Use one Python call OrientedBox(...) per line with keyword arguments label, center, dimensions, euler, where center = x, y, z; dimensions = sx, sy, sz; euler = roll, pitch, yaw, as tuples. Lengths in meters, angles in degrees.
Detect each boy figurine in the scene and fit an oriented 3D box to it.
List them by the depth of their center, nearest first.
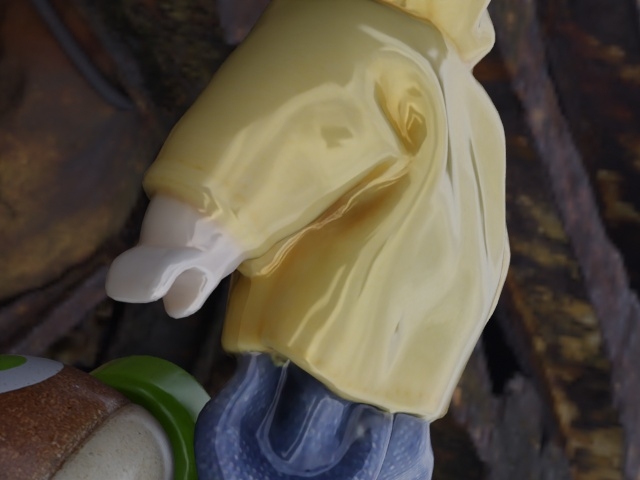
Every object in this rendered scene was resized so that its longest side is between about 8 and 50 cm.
OrientedBox(label="boy figurine", center=(0.000, 0.000, 0.382), dimensions=(0.177, 0.092, 0.285), euler=(16, 79, -62))

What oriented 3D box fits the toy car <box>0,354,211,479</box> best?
OrientedBox(label="toy car", center=(-0.146, 0.066, 0.364), dimensions=(0.149, 0.188, 0.155), euler=(-59, 174, 15))
